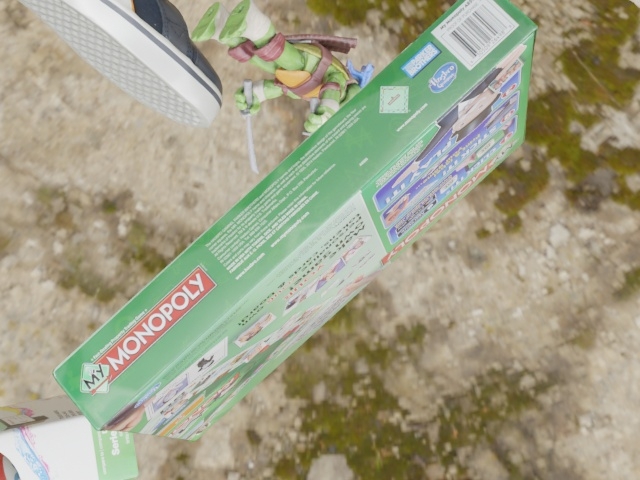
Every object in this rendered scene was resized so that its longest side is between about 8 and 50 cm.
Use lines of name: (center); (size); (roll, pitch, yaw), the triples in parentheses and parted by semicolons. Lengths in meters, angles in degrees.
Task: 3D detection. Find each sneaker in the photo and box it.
sneaker: (-0.188, -0.231, 0.971); (0.321, 0.126, 0.127); (39, 74, -18)

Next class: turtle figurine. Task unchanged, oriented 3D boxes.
turtle figurine: (-0.071, -0.208, 1.706); (0.275, 0.197, 0.266); (-42, 122, 16)

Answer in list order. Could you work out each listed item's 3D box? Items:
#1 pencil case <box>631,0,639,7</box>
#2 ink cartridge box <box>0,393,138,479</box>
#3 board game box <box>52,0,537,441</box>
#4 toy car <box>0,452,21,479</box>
pencil case: (0.501, -0.320, 1.507); (0.160, 0.410, 0.183); (-20, 138, -29)
ink cartridge box: (-0.442, 0.318, 1.797); (0.278, 0.201, 0.117); (-9, 96, -23)
board game box: (0.000, 0.000, 0.728); (0.317, 0.213, 0.046); (-42, 77, -2)
toy car: (-0.383, 0.348, 1.341); (0.238, 0.210, 0.219); (14, 138, 34)
